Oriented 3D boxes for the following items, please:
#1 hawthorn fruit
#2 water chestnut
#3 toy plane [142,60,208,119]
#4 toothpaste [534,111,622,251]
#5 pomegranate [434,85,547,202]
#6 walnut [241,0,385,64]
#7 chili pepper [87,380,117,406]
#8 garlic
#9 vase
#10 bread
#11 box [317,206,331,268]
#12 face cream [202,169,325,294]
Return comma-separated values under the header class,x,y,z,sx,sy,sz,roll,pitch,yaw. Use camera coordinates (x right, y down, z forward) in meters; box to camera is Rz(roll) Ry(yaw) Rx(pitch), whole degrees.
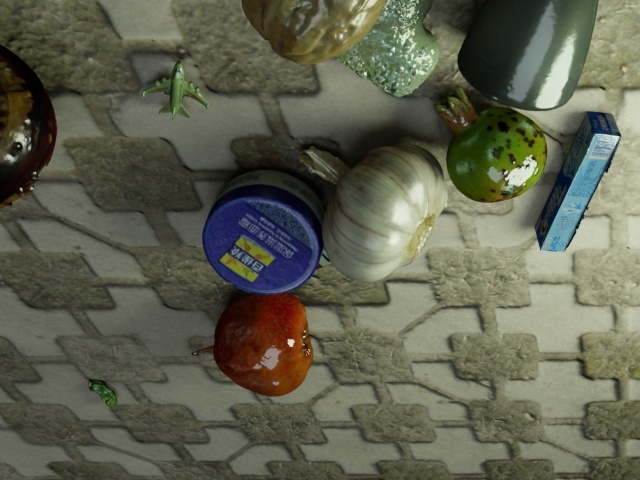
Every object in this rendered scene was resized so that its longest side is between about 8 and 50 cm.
class,x,y,z,sx,sy,sz,roll,pitch,yaw
hawthorn fruit,-0.139,0.201,1.682,0.243,0.207,0.207,-6,136,12
water chestnut,-0.526,-0.163,1.260,0.300,0.300,0.300,-1,137,-1
toy plane,-0.222,-0.233,1.322,0.102,0.040,0.111,6,135,-10
toothpaste,0.434,-0.092,1.466,0.053,0.066,0.272,4,136,-6
pomegranate,0.262,-0.152,1.352,0.205,0.159,0.159,47,122,-9
walnut,0.000,-0.345,1.104,0.198,0.198,0.245,25,125,-25
chili pepper,-0.487,0.345,1.935,0.034,0.030,0.091,2,141,35
garlic,0.068,-0.072,1.411,0.253,0.245,0.245,35,136,14
vase,0.311,-0.348,1.138,0.173,0.173,0.321,8,129,-10
bread,0.087,-0.301,1.241,0.173,0.064,0.232,-6,135,2
box,0.000,0.000,1.576,0.178,0.035,0.115,-24,133,21
face cream,-0.093,-0.017,1.480,0.206,0.111,0.205,4,122,7
